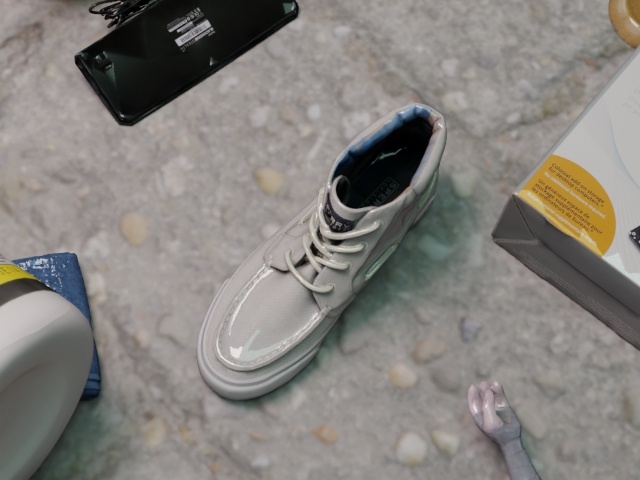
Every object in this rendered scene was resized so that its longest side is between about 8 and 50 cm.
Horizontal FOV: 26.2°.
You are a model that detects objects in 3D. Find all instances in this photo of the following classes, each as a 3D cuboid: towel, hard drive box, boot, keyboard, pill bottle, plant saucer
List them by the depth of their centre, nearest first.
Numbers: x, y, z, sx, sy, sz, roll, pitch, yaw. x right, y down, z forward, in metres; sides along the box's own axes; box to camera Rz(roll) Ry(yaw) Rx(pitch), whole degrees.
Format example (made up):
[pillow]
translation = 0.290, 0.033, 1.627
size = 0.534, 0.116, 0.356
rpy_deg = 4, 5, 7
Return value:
[pill bottle]
translation = -0.338, 0.042, 0.947
size = 0.334, 0.188, 0.188
rpy_deg = 32, 68, 15
[boot]
translation = 0.000, 0.000, 1.032
size = 0.095, 0.123, 0.258
rpy_deg = 36, 68, 11
[towel]
translation = -0.206, 0.067, 1.039
size = 0.067, 0.029, 0.119
rpy_deg = -10, 67, -10
[hard drive box]
translation = 0.280, -0.045, 1.094
size = 0.181, 0.089, 0.232
rpy_deg = 37, 68, 11
[keyboard]
translation = -0.119, -0.182, 1.163
size = 0.192, 0.038, 0.100
rpy_deg = -35, 96, -19
[plant saucer]
translation = 0.295, -0.202, 1.205
size = 0.083, 0.015, 0.083
rpy_deg = 2, 66, -4

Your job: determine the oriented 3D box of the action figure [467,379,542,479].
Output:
[action figure]
translation = 0.223, 0.246, 0.946
size = 0.370, 0.248, 0.275
rpy_deg = -13, 110, 3
